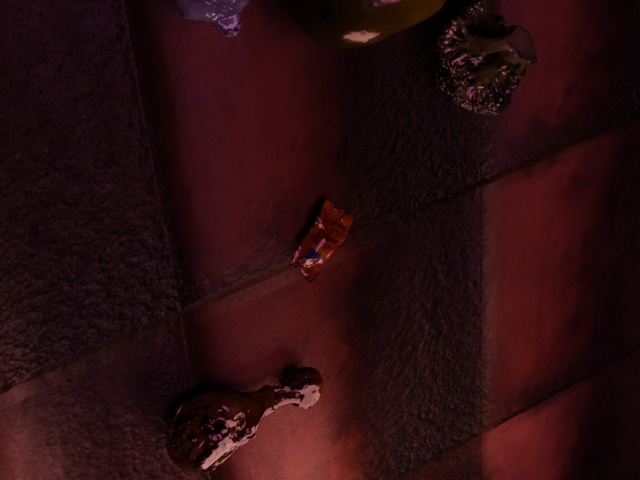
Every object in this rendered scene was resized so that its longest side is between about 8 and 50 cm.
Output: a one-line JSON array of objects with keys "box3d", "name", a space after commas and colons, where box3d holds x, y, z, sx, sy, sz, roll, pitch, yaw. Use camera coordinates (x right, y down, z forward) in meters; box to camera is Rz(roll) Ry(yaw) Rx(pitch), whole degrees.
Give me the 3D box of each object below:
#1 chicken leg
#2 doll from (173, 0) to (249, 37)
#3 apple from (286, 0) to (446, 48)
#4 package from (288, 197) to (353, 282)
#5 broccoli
[{"box3d": [-0.103, 0.237, 1.591, 0.252, 0.087, 0.107, -21, 148, -34], "name": "chicken leg"}, {"box3d": [-0.103, -0.314, 1.273, 0.120, 0.075, 0.179, 36, 69, -7], "name": "doll"}, {"box3d": [0.052, -0.306, 1.307, 0.196, 0.196, 0.157, -30, 101, -19], "name": "apple"}, {"box3d": [0.001, 0.001, 1.552, 0.077, 0.033, 0.110, 37, 87, -34], "name": "package"}, {"box3d": [0.207, -0.241, 1.500, 0.162, 0.138, 0.145, 35, 60, -31], "name": "broccoli"}]
